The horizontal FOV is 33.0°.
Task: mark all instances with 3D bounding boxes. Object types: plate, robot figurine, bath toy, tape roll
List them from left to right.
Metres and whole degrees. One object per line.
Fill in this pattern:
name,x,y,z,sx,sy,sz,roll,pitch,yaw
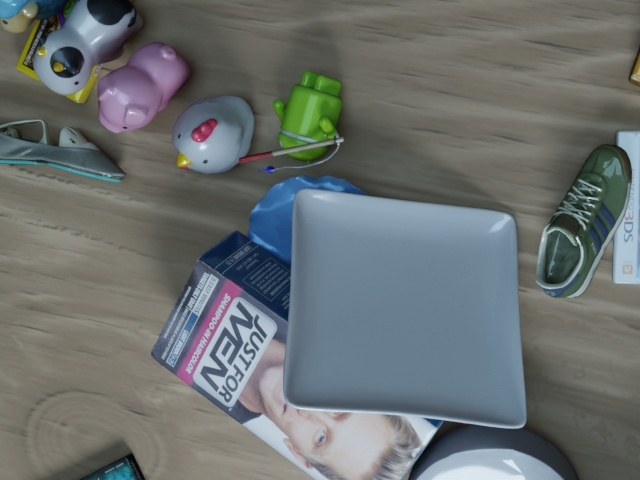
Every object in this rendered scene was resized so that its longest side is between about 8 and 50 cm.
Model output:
bath toy,-0.241,-0.205,1.356,0.348,0.129,0.151,39,101,1
robot figurine,-0.013,-0.150,1.349,0.101,0.067,0.115,24,101,39
plate,0.096,0.080,1.261,0.277,0.045,0.277,6,62,-8
tape roll,0.209,0.334,1.305,0.219,0.072,0.219,2,105,9

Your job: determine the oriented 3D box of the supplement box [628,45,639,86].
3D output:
supplement box,0.423,-0.281,1.228,0.080,0.078,0.234,17,97,12

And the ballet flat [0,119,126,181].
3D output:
ballet flat,-0.356,-0.124,1.436,0.213,0.072,0.068,9,92,14

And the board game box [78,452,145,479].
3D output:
board game box,-0.310,0.387,1.482,0.186,0.026,0.126,-28,86,14

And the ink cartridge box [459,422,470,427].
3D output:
ink cartridge box,0.206,0.227,1.341,0.062,0.029,0.115,-16,91,14

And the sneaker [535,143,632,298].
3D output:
sneaker,0.303,-0.020,1.259,0.064,0.086,0.192,25,105,33

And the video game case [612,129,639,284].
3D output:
video game case,0.447,-0.037,1.266,0.201,0.023,0.184,1,94,14

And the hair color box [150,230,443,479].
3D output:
hair color box,-0.022,0.162,1.331,0.347,0.105,0.174,34,120,9

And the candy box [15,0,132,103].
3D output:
candy box,-0.317,-0.297,1.436,0.105,0.027,0.206,29,100,7

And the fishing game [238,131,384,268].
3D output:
fishing game,0.000,0.000,1.360,0.189,0.041,0.264,-11,107,14
